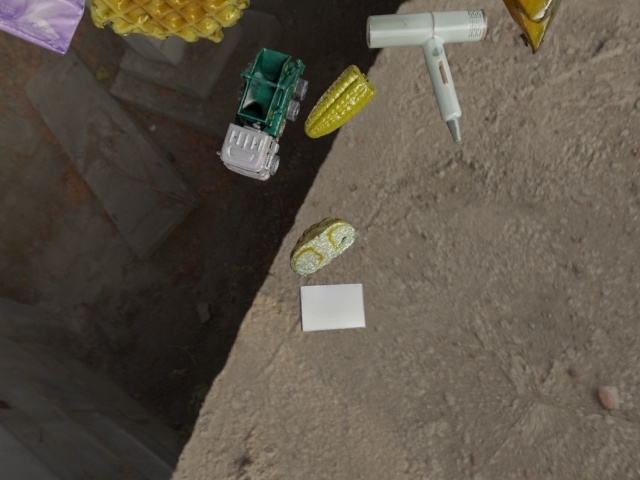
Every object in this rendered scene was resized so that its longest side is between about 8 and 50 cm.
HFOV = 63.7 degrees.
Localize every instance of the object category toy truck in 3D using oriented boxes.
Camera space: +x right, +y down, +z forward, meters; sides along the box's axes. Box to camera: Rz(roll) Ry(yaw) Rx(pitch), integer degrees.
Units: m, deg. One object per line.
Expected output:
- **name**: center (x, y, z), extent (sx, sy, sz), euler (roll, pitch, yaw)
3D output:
- **toy truck**: center (-0.101, -0.218, 0.868), extent (0.110, 0.116, 0.216), euler (19, 90, 3)

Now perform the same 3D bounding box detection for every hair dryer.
- **hair dryer**: center (0.142, -0.209, 0.679), extent (0.154, 0.044, 0.183), euler (-3, 88, 1)

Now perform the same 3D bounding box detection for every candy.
- **candy**: center (0.039, -0.324, 1.252), extent (0.094, 0.106, 0.199), euler (45, 109, -7)

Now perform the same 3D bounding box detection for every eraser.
- **eraser**: center (0.028, 0.154, 1.185), extent (0.150, 0.023, 0.104), euler (-1, 81, -13)

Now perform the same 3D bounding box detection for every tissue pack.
- **tissue pack**: center (-0.709, -0.588, 1.124), extent (0.160, 0.338, 0.242), euler (-47, 49, 26)

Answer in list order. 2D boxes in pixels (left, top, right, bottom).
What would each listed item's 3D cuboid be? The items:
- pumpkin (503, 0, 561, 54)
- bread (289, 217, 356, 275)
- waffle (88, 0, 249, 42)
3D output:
- **pumpkin**: center (0.189, -0.323, 0.461), extent (0.149, 0.130, 0.254), euler (-27, 73, 9)
- **bread**: center (0.000, 0.000, 1.136), extent (0.157, 0.083, 0.094), euler (-28, 31, 12)
- **waffle**: center (-0.214, -0.373, 0.745), extent (0.249, 0.261, 0.056), euler (-2, 73, -20)
